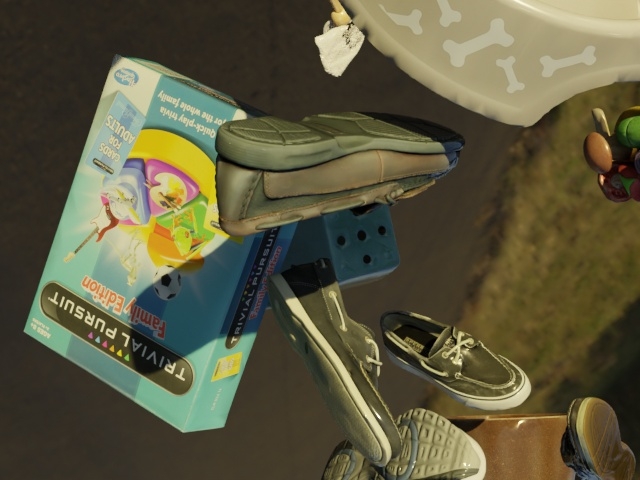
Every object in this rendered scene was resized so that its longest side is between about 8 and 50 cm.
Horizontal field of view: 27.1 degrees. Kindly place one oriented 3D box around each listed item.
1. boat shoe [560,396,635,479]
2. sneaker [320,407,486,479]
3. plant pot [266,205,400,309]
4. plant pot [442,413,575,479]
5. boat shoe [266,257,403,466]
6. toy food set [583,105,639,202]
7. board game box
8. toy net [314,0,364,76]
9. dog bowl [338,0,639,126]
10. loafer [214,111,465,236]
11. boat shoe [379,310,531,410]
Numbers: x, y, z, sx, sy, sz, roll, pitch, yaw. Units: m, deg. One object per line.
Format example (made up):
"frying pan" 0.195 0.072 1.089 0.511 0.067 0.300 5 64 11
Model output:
"boat shoe" 0.226 0.176 1.121 0.056 0.049 0.152 -65 145 -25
"sneaker" 0.113 0.277 1.550 0.297 0.129 0.111 -28 -144 60
"plant pot" 0.000 0.000 1.871 0.165 0.165 0.234 -14 -178 -29
"plant pot" 0.265 0.363 1.871 0.215 0.230 0.215 -2 173 0
"boat shoe" 0.027 0.114 1.312 0.079 0.233 0.084 -18 147 -20
"toy food set" 0.369 -0.090 1.580 0.071 0.128 0.218 -18 -167 -19
"board game box" -0.164 0.000 1.440 0.079 0.254 0.336 4 109 -58
"toy net" 0.043 -0.340 1.802 0.122 0.045 0.232 -4 115 -35
"dog bowl" 0.178 -0.253 1.114 0.349 0.349 0.102 -26 158 -34
"loafer" 0.013 -0.056 1.089 0.267 0.096 0.084 -6 115 -46
"boat shoe" 0.166 0.151 1.703 0.078 0.219 0.070 -51 142 -27
